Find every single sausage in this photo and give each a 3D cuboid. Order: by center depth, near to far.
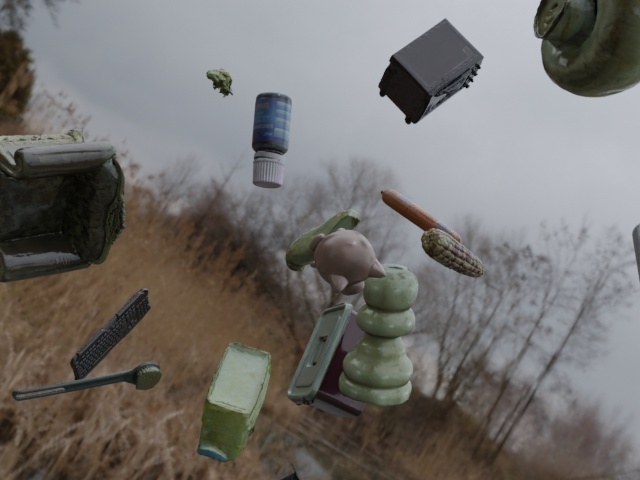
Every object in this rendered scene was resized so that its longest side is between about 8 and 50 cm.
[{"bbox_3d":[0.298,-0.068,2.536,0.348,0.053,0.053,39,-2,38],"label":"sausage"}]

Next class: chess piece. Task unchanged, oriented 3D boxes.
[{"bbox_3d":[0.150,0.214,2.037,0.182,0.330,0.182,6,17,-2],"label":"chess piece"}]

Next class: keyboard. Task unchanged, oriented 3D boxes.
[{"bbox_3d":[-0.491,0.221,2.001,0.016,0.262,0.106,27,-37,19],"label":"keyboard"}]

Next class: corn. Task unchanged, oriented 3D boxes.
[{"bbox_3d":[0.349,0.037,2.214,0.237,0.079,0.079,27,-3,-42],"label":"corn"}]

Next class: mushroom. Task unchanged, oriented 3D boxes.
[{"bbox_3d":[0.622,-0.486,1.878,0.260,0.352,0.352,13,-4,-14],"label":"mushroom"},{"bbox_3d":[-0.001,0.004,2.549,0.087,0.107,0.333,21,-30,-29],"label":"mushroom"}]

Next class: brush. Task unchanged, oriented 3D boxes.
[{"bbox_3d":[-0.415,0.262,1.528,0.266,0.062,0.027,-6,43,-29],"label":"brush"}]

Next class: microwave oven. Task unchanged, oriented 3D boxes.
[{"bbox_3d":[0.321,-0.480,2.450,0.188,0.247,0.178,48,-22,7],"label":"microwave oven"}]

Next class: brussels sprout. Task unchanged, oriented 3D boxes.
[{"bbox_3d":[-0.247,-0.399,2.132,0.085,0.058,0.085,154,-90,-90],"label":"brussels sprout"}]

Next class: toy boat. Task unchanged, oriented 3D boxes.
[{"bbox_3d":[-0.166,0.302,1.679,0.111,0.276,0.084,14,-50,6],"label":"toy boat"}]

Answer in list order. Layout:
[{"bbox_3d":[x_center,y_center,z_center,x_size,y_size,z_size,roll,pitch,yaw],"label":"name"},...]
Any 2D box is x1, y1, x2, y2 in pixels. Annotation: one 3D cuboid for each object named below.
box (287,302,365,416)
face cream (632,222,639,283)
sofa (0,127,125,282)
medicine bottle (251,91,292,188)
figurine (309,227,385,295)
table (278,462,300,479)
[{"bbox_3d":[0.056,0.331,2.279,0.167,0.294,0.193,29,-20,-14],"label":"box"},{"bbox_3d":[0.791,0.070,1.909,0.144,0.291,0.071,-11,-43,20],"label":"face cream"},{"bbox_3d":[-0.470,-0.056,1.461,0.200,0.258,0.182,-10,40,-47],"label":"sofa"},{"bbox_3d":[-0.109,-0.218,1.860,0.083,0.203,0.083,3,-7,0],"label":"medicine bottle"},{"bbox_3d":[0.048,0.041,1.691,0.138,0.125,0.125,55,5,30],"label":"figurine"},{"bbox_3d":[-0.104,0.547,1.778,0.175,0.146,0.062,82,-19,-59],"label":"table"}]
